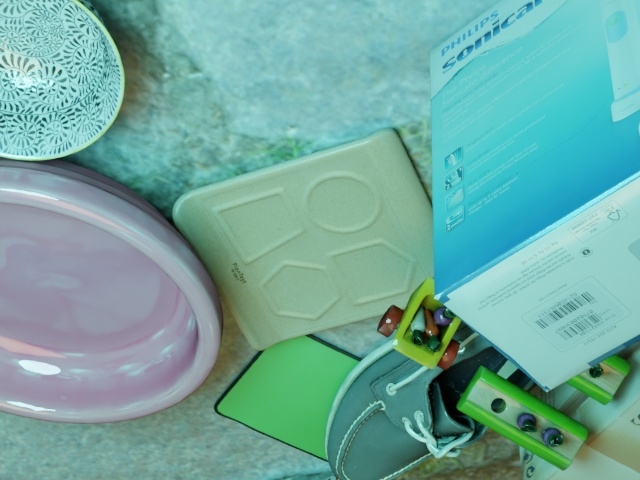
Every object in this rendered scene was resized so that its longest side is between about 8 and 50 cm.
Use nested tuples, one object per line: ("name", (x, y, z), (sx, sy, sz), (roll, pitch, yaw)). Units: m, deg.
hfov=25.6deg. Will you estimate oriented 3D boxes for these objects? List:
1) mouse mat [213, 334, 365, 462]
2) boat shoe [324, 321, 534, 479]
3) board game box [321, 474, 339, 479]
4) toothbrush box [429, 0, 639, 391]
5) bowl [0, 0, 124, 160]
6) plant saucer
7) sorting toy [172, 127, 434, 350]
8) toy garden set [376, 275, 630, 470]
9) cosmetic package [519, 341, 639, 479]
("mouse mat", (0.006, 0.164, 1.407), (0.190, 0.007, 0.152), (27, 128, -18))
("boat shoe", (0.108, 0.148, 1.319), (0.116, 0.099, 0.319), (29, 123, -22))
("board game box", (-0.023, 0.342, 1.467), (0.193, 0.045, 0.146), (-25, 99, 7))
("toothbrush box", (0.197, -0.075, 0.996), (0.216, 0.295, 0.126), (-35, 122, 28))
("bowl", (-0.231, -0.153, 1.097), (0.170, 0.080, 0.170), (2, 132, 2))
("plant saucer", (-0.246, 0.039, 1.240), (0.332, 0.084, 0.332), (5, 140, 5))
("sorting toy", (0.000, 0.000, 1.250), (0.208, 0.038, 0.193), (-19, 127, 13))
("toy garden set", (0.186, 0.044, 1.179), (0.204, 0.049, 0.244), (31, 92, -6))
("cosmetic package", (0.326, 0.137, 1.282), (0.153, 0.129, 0.296), (25, 127, -16))
